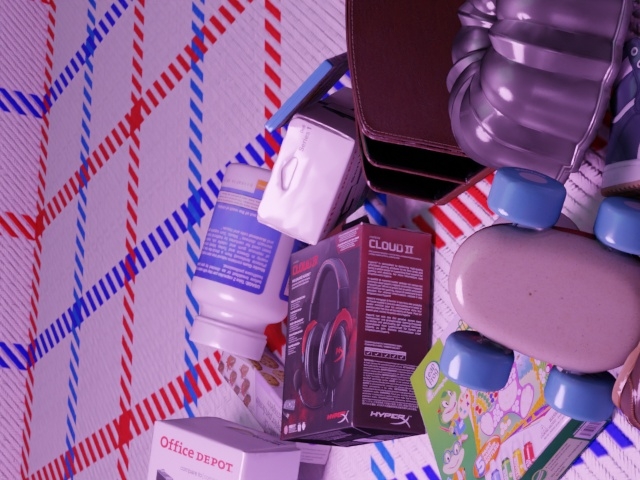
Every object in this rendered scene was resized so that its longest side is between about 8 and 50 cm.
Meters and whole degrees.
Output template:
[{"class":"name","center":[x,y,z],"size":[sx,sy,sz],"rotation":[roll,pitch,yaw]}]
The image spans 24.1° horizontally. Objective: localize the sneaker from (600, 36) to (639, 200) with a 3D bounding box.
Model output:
[{"class":"sneaker","center":[0.361,-0.125,1.418],"size":[0.282,0.099,0.153],"rotation":[169,107,-66]}]

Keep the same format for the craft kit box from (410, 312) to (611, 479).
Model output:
[{"class":"craft kit box","center":[0.205,0.176,1.687],"size":[0.250,0.061,0.247],"rotation":[-59,30,37]}]

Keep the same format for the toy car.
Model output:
[{"class":"toy car","center":[0.243,0.032,1.557],"size":[0.238,0.210,0.219],"rotation":[-58,-17,-72]}]

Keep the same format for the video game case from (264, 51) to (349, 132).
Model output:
[{"class":"video game case","center":[-0.007,-0.196,1.931],"size":[0.119,0.015,0.166],"rotation":[-45,-2,20]}]

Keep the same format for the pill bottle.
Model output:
[{"class":"pill bottle","center":[-0.105,0.034,2.225],"size":[0.152,0.152,0.272],"rotation":[9,81,65]}]

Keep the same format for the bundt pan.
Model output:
[{"class":"bundt pan","center":[0.221,-0.221,1.607],"size":[0.331,0.124,0.331],"rotation":[-170,90,-83]}]

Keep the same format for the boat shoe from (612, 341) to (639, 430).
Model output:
[{"class":"boat shoe","center":[0.343,0.093,1.414],"size":[0.073,0.073,0.207],"rotation":[-128,45,-56]}]

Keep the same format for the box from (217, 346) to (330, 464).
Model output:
[{"class":"box","center":[-0.070,0.231,2.221],"size":[0.324,0.067,0.063],"rotation":[42,119,62]}]

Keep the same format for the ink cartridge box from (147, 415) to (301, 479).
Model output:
[{"class":"ink cartridge box","center":[-0.147,0.397,2.085],"size":[0.197,0.114,0.273],"rotation":[11,93,44]}]

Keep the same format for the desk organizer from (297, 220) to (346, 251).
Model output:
[{"class":"desk organizer","center":[0.000,0.000,2.175],"size":[0.047,0.050,0.130],"rotation":[7,87,64]}]

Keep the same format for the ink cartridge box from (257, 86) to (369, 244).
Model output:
[{"class":"ink cartridge box","center":[0.012,-0.103,2.009],"size":[0.160,0.092,0.219],"rotation":[-70,-11,21]}]

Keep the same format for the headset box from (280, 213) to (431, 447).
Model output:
[{"class":"headset box","center":[0.045,0.115,1.970],"size":[0.218,0.110,0.293],"rotation":[-23,61,61]}]

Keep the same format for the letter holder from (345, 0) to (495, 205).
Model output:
[{"class":"letter holder","center":[0.096,-0.223,1.866],"size":[0.152,0.214,0.302],"rotation":[-36,50,55]}]
